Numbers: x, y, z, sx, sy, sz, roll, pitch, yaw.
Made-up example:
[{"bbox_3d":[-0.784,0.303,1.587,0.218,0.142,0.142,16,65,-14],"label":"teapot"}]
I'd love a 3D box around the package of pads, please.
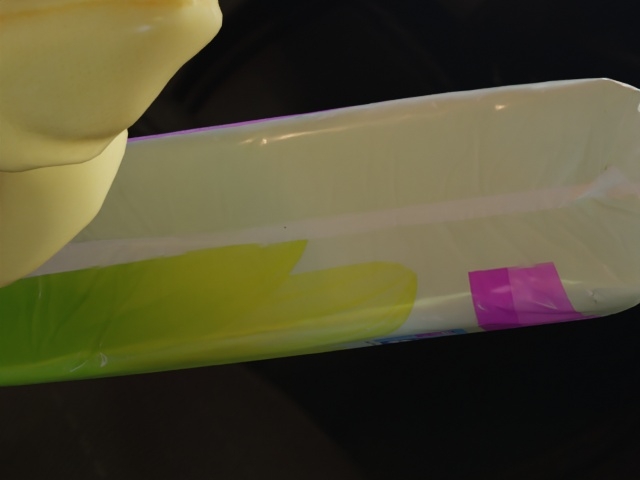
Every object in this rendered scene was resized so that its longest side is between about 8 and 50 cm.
[{"bbox_3d":[0.000,0.000,0.766,0.297,0.229,0.101,-7,87,7],"label":"package of pads"}]

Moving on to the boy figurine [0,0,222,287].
[{"bbox_3d":[-0.120,-0.062,0.564,0.092,0.285,0.177,-8,103,-26],"label":"boy figurine"}]
